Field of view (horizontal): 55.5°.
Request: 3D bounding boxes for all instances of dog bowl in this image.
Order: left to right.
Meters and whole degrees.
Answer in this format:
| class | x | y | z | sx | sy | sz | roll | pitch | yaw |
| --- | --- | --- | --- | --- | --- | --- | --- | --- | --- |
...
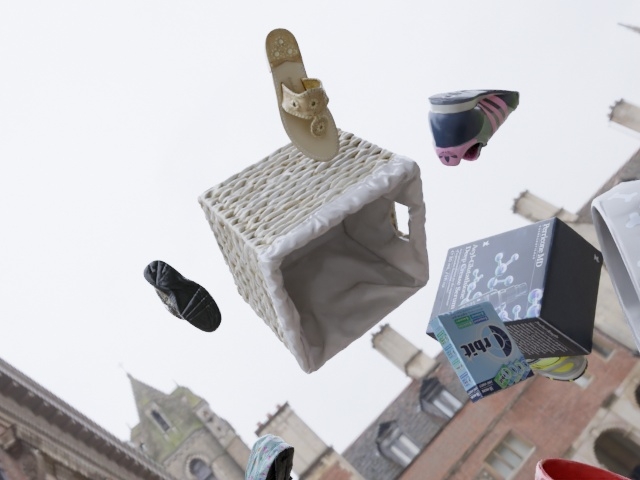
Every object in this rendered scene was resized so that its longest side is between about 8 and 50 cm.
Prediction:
| class | x | y | z | sx | sy | sz | roll | pitch | yaw |
| --- | --- | --- | --- | --- | --- | --- | --- | --- | --- |
| dog bowl | 0.490 | 0.069 | 0.868 | 0.102 | 0.348 | 0.349 | -20 | -27 | 19 |

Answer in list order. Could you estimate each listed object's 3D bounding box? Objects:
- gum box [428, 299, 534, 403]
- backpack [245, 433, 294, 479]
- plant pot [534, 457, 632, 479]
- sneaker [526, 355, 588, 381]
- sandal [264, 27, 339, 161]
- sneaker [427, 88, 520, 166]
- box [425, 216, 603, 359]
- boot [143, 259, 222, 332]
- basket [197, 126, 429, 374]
| class | x | y | z | sx | sy | sz | roll | pitch | yaw |
| --- | --- | --- | --- | --- | --- | --- | --- | --- | --- |
| gum box | 0.336 | 0.227 | 1.270 | 0.157 | 0.184 | 0.041 | -11 | -29 | -32 |
| backpack | -0.150 | 0.669 | 1.795 | 0.152 | 0.115 | 0.181 | -20 | -52 | -56 |
| plant pot | 0.481 | 0.548 | 1.051 | 0.275 | 0.275 | 0.243 | 14 | -88 | -55 |
| sneaker | 0.647 | 0.350 | 1.956 | 0.147 | 0.385 | 0.145 | 52 | -131 | -30 |
| sandal | -0.033 | -0.246 | 1.008 | 0.088 | 0.239 | 0.079 | -22 | 0 | -9 |
| sneaker | 0.296 | -0.225 | 1.175 | 0.319 | 0.112 | 0.131 | -22 | -66 | -48 |
| box | 0.522 | 0.152 | 1.658 | 0.212 | 0.396 | 0.293 | 33 | -120 | -23 |
| boot | -0.324 | 0.159 | 1.497 | 0.085 | 0.236 | 0.178 | -47 | -17 | -20 |
| basket | 0.000 | 0.000 | 1.148 | 0.331 | 0.266 | 0.328 | -34 | -43 | -18 |
